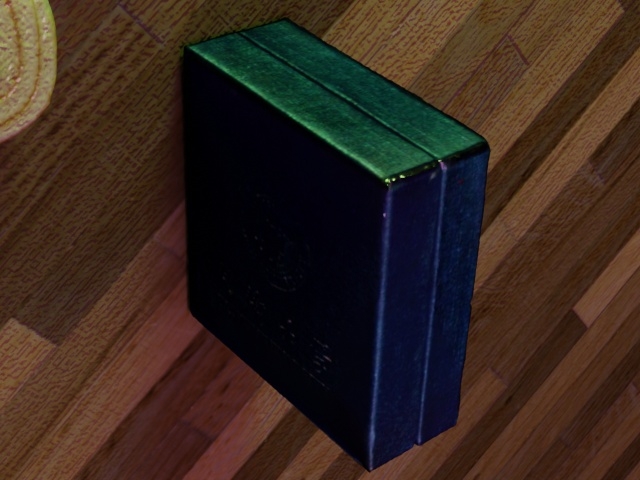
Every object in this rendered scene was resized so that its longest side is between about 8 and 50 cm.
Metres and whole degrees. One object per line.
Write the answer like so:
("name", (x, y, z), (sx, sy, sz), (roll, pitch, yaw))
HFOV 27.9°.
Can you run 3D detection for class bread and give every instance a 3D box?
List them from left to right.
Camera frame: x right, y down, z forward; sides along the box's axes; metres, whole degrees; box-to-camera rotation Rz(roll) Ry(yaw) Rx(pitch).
("bread", (-0.243, -0.140, 0.886), (0.122, 0.073, 0.149), (-27, 136, -34))

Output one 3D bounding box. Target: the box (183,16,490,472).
("box", (0.000, 0.000, 1.056), (0.116, 0.261, 0.278), (-24, 132, -32))
